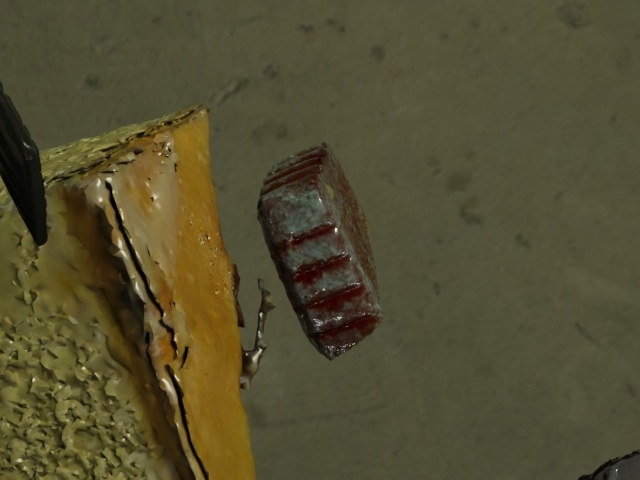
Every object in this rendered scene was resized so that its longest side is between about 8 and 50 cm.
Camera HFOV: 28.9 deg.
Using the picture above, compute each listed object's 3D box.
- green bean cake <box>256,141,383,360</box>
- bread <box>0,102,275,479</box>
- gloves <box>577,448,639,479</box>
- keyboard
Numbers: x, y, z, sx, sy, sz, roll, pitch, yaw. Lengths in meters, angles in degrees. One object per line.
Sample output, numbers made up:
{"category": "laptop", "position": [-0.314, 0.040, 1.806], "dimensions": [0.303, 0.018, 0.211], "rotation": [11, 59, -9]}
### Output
{"category": "green bean cake", "position": [0.000, 0.000, 1.458], "dimensions": [0.097, 0.232, 0.198], "rotation": [-22, 109, 10]}
{"category": "bread", "position": [-0.154, 0.071, 0.928], "dimensions": [0.279, 0.249, 0.315], "rotation": [-65, 139, -62]}
{"category": "gloves", "position": [0.321, 0.156, 0.907], "dimensions": [0.286, 0.119, 0.142], "rotation": [-8, 83, -15]}
{"category": "keyboard", "position": [-0.256, -0.162, 0.774], "dimensions": [0.041, 0.103, 0.381], "rotation": [-29, 65, -24]}
